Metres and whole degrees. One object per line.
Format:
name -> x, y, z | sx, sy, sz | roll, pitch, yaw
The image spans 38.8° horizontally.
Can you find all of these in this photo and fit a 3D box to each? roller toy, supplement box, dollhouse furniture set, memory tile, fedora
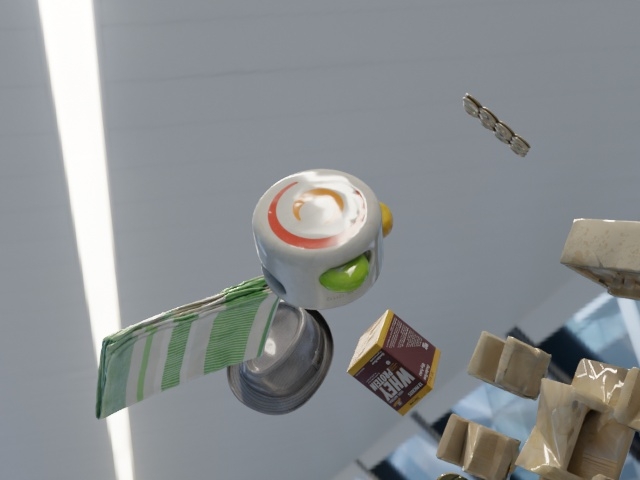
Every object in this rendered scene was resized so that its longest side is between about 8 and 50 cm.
roller toy -> 0.000, 0.000, 1.374 | 0.191, 0.209, 0.146 | 11, -38, 15
supplement box -> 0.202, 0.328, 2.450 | 0.129, 0.194, 0.191 | -48, 6, 28
dollhouse furniture set -> 0.415, 0.202, 1.220 | 0.256, 0.394, 0.362 | 25, -9, -27
memory tile -> 0.310, -0.202, 1.610 | 0.012, 0.148, 0.113 | -49, -7, 2
fedora -> -0.101, 0.242, 2.039 | 0.244, 0.275, 0.124 | 25, -19, 23

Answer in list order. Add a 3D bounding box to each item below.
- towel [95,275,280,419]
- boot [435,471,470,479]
towel -> -0.218, 0.180, 1.530 | 0.325, 0.038, 0.248 | -20, -31, -30
boot -> 0.283, 0.543, 1.819 | 0.089, 0.236, 0.269 | -42, 2, -9
